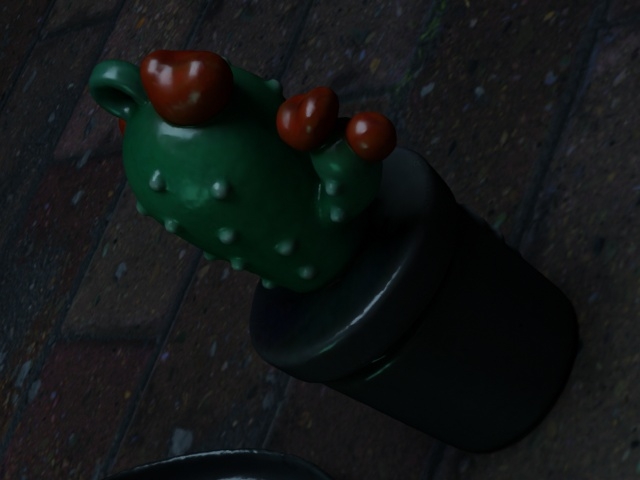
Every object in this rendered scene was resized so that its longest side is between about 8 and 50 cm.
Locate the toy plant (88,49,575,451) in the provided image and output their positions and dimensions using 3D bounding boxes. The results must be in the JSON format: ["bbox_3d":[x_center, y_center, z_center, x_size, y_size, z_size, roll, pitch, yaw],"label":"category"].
[{"bbox_3d":[-0.006,-0.004,1.254,0.185,0.400,0.279,-54,29,2],"label":"toy plant"}]

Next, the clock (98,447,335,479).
[{"bbox_3d":[-0.126,0.267,1.340,0.319,0.066,0.319,-13,21,5],"label":"clock"}]
